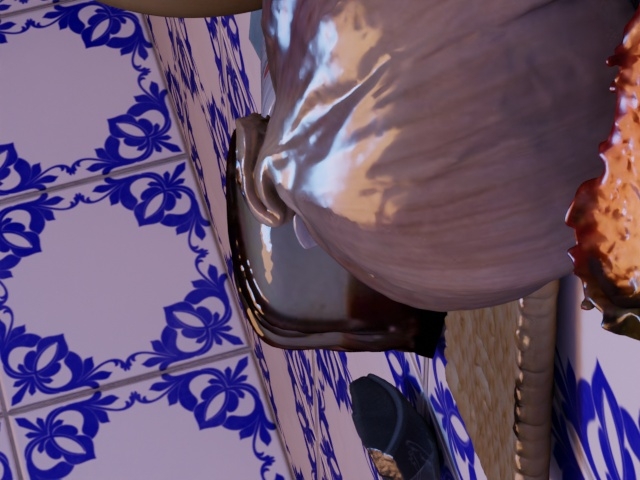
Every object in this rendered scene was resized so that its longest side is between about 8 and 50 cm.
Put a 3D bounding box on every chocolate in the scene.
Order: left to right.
[{"bbox_3d":[0.000,0.000,1.976,0.283,0.186,0.284,165,90,-82],"label":"chocolate"}]

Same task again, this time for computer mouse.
[{"bbox_3d":[0.090,0.217,2.173,0.126,0.071,0.231,63,-174,-15],"label":"computer mouse"}]

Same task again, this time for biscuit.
[{"bbox_3d":[0.145,0.070,1.586,0.217,0.044,0.325,-109,11,-48],"label":"biscuit"}]

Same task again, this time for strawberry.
[{"bbox_3d":[0.207,-0.028,0.951,0.167,0.087,0.208,39,122,43],"label":"strawberry"}]

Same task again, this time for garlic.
[{"bbox_3d":[0.077,-0.104,1.215,0.322,0.241,0.322,-175,90,-72],"label":"garlic"}]

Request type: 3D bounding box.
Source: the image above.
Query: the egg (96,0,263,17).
[{"bbox_3d":[-0.145,-0.351,1.769,0.301,0.374,0.301,-61,-4,-7],"label":"egg"}]

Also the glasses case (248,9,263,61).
[{"bbox_3d":[-0.003,-0.182,1.948,0.266,0.105,0.056,-117,2,-55],"label":"glasses case"}]

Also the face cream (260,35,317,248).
[{"bbox_3d":[0.025,-0.089,1.556,0.370,0.145,0.145,-96,-4,-65],"label":"face cream"}]
